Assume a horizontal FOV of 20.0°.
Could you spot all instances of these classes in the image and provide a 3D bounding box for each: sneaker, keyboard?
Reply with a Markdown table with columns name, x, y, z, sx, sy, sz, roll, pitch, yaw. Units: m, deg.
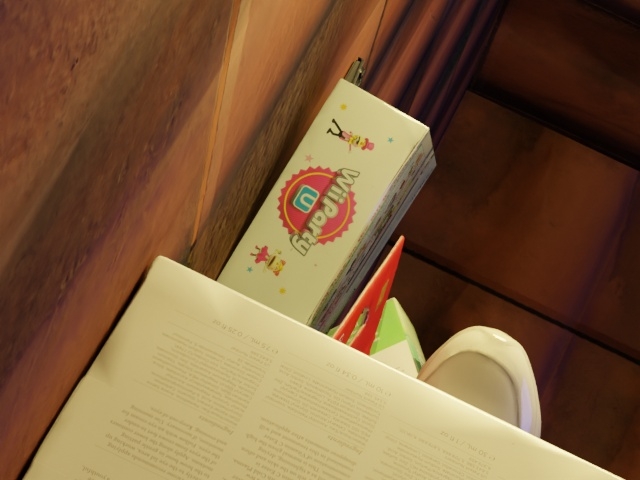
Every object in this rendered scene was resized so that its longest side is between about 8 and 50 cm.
| name | x | y | z | sx | sy | sz | roll | pitch | yaw |
| --- | --- | --- | --- | --- | --- | --- | --- | --- | --- |
| sneaker | 0.089 | 0.217 | 1.424 | 0.152 | 0.114 | 0.305 | -38 | 150 | -76 |
| keyboard | 0.010 | -0.101 | 1.878 | 0.108 | 0.023 | 0.180 | -61 | 174 | -31 |

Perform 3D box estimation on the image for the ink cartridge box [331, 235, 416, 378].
| name | x | y | z | sx | sy | sz | roll | pitch | yaw |
| --- | --- | --- | --- | --- | --- | --- | --- | --- | --- |
| ink cartridge box | 0.024 | 0.164 | 1.513 | 0.296 | 0.066 | 0.261 | -50 | 162 | -66 |

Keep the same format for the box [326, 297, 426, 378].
| name | x | y | z | sx | sy | sz | roll | pitch | yaw |
| --- | --- | --- | --- | --- | --- | --- | --- | --- | --- |
| box | 0.014 | 0.217 | 1.789 | 0.058 | 0.232 | 0.322 | 58 | 10 | -38 |

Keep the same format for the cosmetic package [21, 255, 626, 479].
| name | x | y | z | sx | sy | sz | roll | pitch | yaw |
| --- | --- | --- | --- | --- | --- | --- | --- | --- | --- |
| cosmetic package | -0.007 | 0.214 | 1.164 | 0.284 | 0.377 | 0.097 | -60 | 173 | -35 |

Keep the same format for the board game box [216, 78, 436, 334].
| name | x | y | z | sx | sy | sz | roll | pitch | yaw |
| --- | --- | --- | --- | --- | --- | --- | --- | --- | --- |
| board game box | 0.012 | -0.019 | 1.739 | 0.224 | 0.097 | 0.303 | -58 | 175 | -1 |
